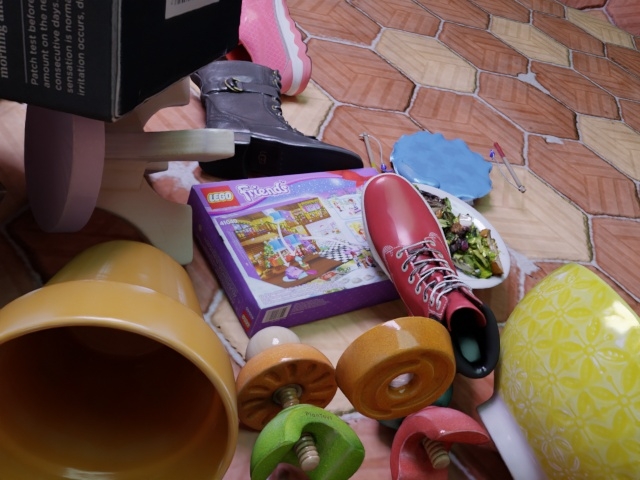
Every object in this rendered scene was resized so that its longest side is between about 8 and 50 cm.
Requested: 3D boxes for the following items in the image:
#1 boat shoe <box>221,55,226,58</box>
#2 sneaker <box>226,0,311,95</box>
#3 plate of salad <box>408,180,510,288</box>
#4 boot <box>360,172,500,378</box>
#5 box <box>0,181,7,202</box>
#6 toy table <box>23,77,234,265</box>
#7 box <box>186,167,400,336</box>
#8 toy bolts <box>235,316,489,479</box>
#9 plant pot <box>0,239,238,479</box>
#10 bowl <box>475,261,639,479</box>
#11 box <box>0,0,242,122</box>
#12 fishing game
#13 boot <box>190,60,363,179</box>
[{"bbox_3d":[-0.252,-0.359,1.112,0.205,0.075,0.065,11,-3,-7],"label":"boat shoe"},{"bbox_3d":[-0.123,-0.382,1.046,0.136,0.115,0.314,-27,101,-31],"label":"sneaker"},{"bbox_3d":[0.167,-0.018,0.838,0.199,0.048,0.200,16,40,-14],"label":"plate of salad"},{"bbox_3d":[0.116,0.026,0.677,0.088,0.176,0.245,-22,82,-2],"label":"boot"},{"bbox_3d":[-0.410,-0.033,0.500,0.168,0.167,0.203,48,24,10],"label":"box"},{"bbox_3d":[-0.217,-0.095,0.690,0.160,0.253,0.274,-2,14,-34],"label":"toy table"},{"bbox_3d":[0.000,0.000,0.815,0.293,0.057,0.201,-9,51,-34],"label":"box"},{"bbox_3d":[0.051,0.123,0.609,0.228,0.218,0.159,21,29,-32],"label":"toy bolts"},{"bbox_3d":[-0.172,0.098,0.528,0.205,0.205,0.188,12,25,-14],"label":"plant pot"},{"bbox_3d":[0.250,0.184,0.626,0.155,0.289,0.290,-28,51,4],"label":"bowl"},{"bbox_3d":[-0.289,-0.275,0.539,0.395,0.212,0.294,14,28,5],"label":"box"},{"bbox_3d":[0.204,-0.119,1.067,0.263,0.041,0.189,0,44,-14],"label":"fishing game"},{"bbox_3d":[-0.069,-0.187,0.953,0.262,0.091,0.229,8,47,-15],"label":"boot"}]
